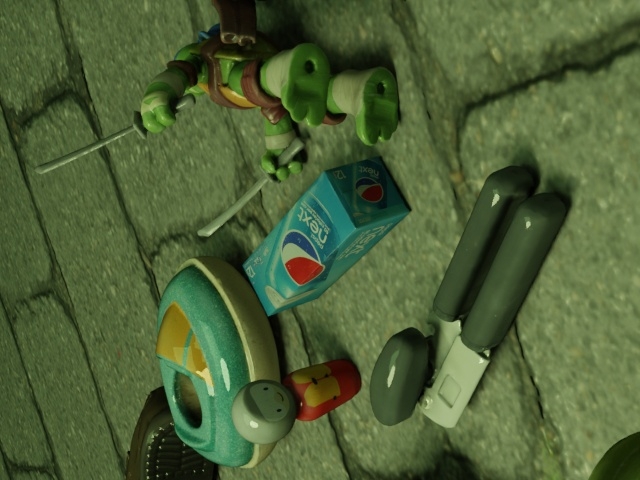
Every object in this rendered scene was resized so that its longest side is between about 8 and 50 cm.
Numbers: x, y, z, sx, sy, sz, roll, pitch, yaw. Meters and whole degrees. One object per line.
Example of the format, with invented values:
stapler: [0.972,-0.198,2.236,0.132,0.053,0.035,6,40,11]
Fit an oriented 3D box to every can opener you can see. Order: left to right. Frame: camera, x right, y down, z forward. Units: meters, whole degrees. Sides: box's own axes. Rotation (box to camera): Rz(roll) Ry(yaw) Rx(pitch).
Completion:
can opener: [0.117,0.066,0.910,0.076,0.095,0.283,47,139,30]

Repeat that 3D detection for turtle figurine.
turtle figurine: [-0.072,-0.102,1.014,0.266,0.274,0.198,7,145,48]

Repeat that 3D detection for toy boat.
toy boat: [-0.102,0.156,1.206,0.318,0.148,0.267,7,110,53]

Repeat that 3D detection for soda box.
soda box: [0.000,0.000,1.061,0.067,0.071,0.210,62,144,14]

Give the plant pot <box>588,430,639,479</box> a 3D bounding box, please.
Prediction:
plant pot: [0.328,0.184,0.560,0.254,0.276,0.276,-41,71,41]

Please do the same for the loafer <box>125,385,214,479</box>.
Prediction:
loafer: [-0.222,0.360,1.510,0.130,0.134,0.365,-117,38,-54]
